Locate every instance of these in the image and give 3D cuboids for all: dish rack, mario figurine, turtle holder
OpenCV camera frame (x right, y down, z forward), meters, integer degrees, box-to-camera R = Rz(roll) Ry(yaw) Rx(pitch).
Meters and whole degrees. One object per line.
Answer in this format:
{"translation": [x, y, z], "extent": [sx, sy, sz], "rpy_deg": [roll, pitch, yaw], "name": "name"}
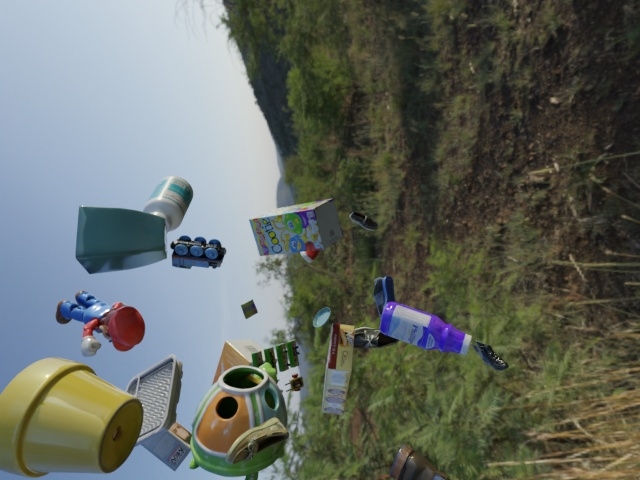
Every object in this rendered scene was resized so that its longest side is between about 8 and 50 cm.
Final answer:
{"translation": [-0.614, 0.597, 1.560], "extent": [0.072, 0.333, 0.285], "rpy_deg": [36, -147, -35], "name": "dish rack"}
{"translation": [-0.700, 0.281, 1.387], "extent": [0.198, 0.321, 0.170], "rpy_deg": [-63, -28, -23], "name": "mario figurine"}
{"translation": [-0.183, 0.452, 1.121], "extent": [0.321, 0.244, 0.227], "rpy_deg": [-4, -77, -49], "name": "turtle holder"}

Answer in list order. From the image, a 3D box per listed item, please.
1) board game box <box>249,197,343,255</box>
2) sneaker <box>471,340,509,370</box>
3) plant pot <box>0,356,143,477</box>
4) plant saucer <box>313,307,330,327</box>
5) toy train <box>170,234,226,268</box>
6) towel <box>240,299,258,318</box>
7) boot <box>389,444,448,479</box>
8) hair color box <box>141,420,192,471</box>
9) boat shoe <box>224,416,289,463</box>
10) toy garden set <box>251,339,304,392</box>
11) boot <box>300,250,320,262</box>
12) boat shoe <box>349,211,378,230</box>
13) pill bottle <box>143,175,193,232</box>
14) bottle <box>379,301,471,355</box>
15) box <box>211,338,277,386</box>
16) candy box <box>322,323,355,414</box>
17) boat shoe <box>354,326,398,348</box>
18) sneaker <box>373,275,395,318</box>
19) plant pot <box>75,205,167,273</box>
{"translation": [-0.086, -0.044, 1.488], "extent": [0.144, 0.276, 0.141], "rpy_deg": [-33, -68, -54], "name": "board game box"}
{"translation": [0.699, 0.473, 1.773], "extent": [0.089, 0.051, 0.170], "rpy_deg": [66, 166, -5], "name": "sneaker"}
{"translation": [-0.560, 0.418, 0.986], "extent": [0.254, 0.239, 0.253], "rpy_deg": [8, -90, -79], "name": "plant pot"}
{"translation": [0.013, 0.397, 2.186], "extent": [0.021, 0.119, 0.119], "rpy_deg": [42, -161, -22], "name": "plant saucer"}
{"translation": [-0.408, 0.045, 1.435], "extent": [0.080, 0.184, 0.105], "rpy_deg": [-90, 10, -53], "name": "toy train"}
{"translation": [-0.299, 0.289, 1.799], "extent": [0.009, 0.060, 0.083], "rpy_deg": [38, 149, 50], "name": "towel"}
{"translation": [0.187, 0.553, 0.886], "extent": [0.082, 0.106, 0.219], "rpy_deg": [9, -85, -54], "name": "boot"}
{"translation": [-0.730, 0.829, 1.890], "extent": [0.113, 0.375, 0.185], "rpy_deg": [-53, -4, -12], "name": "hair color box"}
{"translation": [-0.127, 0.417, 0.881], "extent": [0.153, 0.048, 0.056], "rpy_deg": [-2, -60, -55], "name": "boat shoe"}
{"translation": [-0.154, 0.517, 1.694], "extent": [0.244, 0.049, 0.203], "rpy_deg": [-3, -99, -54], "name": "toy garden set"}
{"translation": [0.000, 0.000, 2.039], "extent": [0.088, 0.176, 0.244], "rpy_deg": [47, -156, -12], "name": "boot"}
{"translation": [0.216, -0.095, 2.094], "extent": [0.049, 0.152, 0.056], "rpy_deg": [114, 177, -66], "name": "boat shoe"}
{"translation": [-0.594, -0.131, 1.662], "extent": [0.264, 0.147, 0.146], "rpy_deg": [-89, -4, -54], "name": "pill bottle"}
{"translation": [0.337, 0.292, 1.387], "extent": [0.092, 0.283, 0.118], "rpy_deg": [-49, -30, -48], "name": "bottle"}
{"translation": [-0.373, 0.669, 2.016], "extent": [0.215, 0.168, 0.344], "rpy_deg": [23, 99, 41], "name": "box"}
{"translation": [0.063, 0.467, 1.538], "extent": [0.182, 0.088, 0.316], "rpy_deg": [-79, -5, -47], "name": "candy box"}
{"translation": [0.211, 0.404, 1.767], "extent": [0.079, 0.233, 0.083], "rpy_deg": [172, 97, -81], "name": "boat shoe"}
{"translation": [0.293, 0.282, 1.996], "extent": [0.091, 0.082, 0.232], "rpy_deg": [-18, 65, 52], "name": "sneaker"}
{"translation": [-0.600, -0.001, 1.323], "extent": [0.165, 0.235, 0.165], "rpy_deg": [123, 143, -65], "name": "plant pot"}
